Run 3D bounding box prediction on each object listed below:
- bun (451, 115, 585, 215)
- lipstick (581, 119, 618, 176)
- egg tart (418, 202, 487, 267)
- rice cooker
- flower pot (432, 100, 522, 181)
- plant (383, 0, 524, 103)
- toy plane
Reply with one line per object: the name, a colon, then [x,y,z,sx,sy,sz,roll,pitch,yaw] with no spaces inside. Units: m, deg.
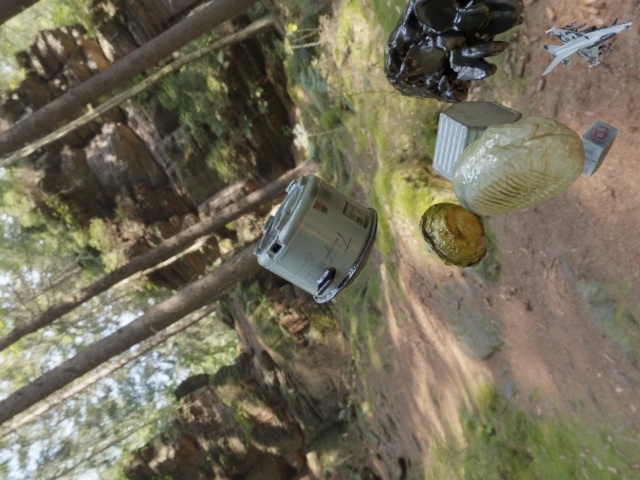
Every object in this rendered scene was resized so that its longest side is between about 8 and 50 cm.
bun: [0.335,-0.140,0.783,0.220,0.220,0.134,56,-156,-63]
lipstick: [0.860,-0.282,1.402,0.076,0.077,0.289,40,-172,24]
egg tart: [0.378,-0.025,1.237,0.213,0.212,0.090,60,155,19]
rice cooker: [0.000,0.000,0.963,0.227,0.241,0.281,30,-149,-14]
flower pot: [0.469,-0.298,1.346,0.209,0.239,0.190,24,133,29]
plant: [0.225,-0.361,0.835,0.198,0.189,0.276,17,-172,-9]
toy plane: [0.627,-0.473,1.047,0.160,0.082,0.234,28,165,-15]
